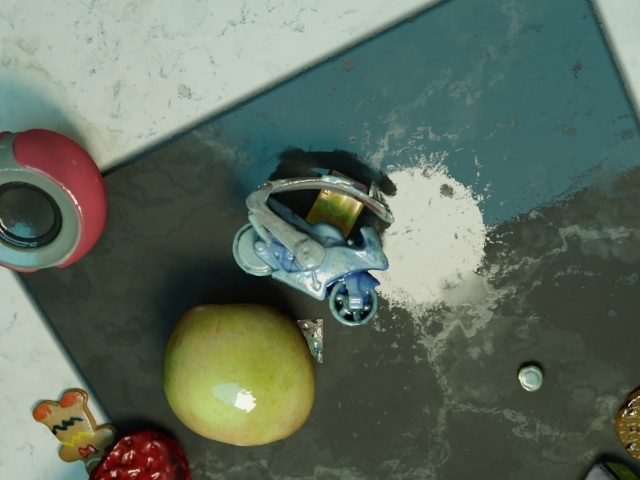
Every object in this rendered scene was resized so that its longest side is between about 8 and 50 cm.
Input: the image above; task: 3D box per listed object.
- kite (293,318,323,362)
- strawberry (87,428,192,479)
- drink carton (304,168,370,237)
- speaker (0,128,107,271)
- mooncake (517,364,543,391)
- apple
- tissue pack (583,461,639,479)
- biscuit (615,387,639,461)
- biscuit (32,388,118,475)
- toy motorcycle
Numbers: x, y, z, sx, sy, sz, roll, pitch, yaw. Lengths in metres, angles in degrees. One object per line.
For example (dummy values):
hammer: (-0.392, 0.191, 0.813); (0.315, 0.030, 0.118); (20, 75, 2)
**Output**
kite: (-0.047, 0.224, 1.848); (0.139, 0.011, 0.156); (41, 107, -4)
strawberry: (-0.416, 0.603, 1.906); (0.318, 0.295, 0.345); (7, 76, 22)
drink carton: (0.010, -0.025, 1.727); (0.096, 0.071, 0.222); (26, 110, -3)
speaker: (-0.565, -0.081, 1.672); (0.294, 0.294, 0.294); (2, 108, 6)
mooncake: (0.461, 0.438, 1.833); (0.150, 0.057, 0.346); (18, 113, 14)
apple: (-0.163, 0.259, 1.719); (0.319, 0.319, 0.277); (7, 95, 4)
tissue pack: (0.656, 0.694, 1.725); (0.124, 0.394, 0.288); (11, 115, -33)
biscuit: (0.742, 0.393, 1.796); (0.212, 0.036, 0.212); (2, 108, 5)
biscuit: (-0.557, 0.468, 1.973); (0.165, 0.036, 0.250); (-26, 103, 15)
toy motorcycle: (-0.001, 0.001, 1.602); (0.319, 0.182, 0.241); (28, 110, 0)
